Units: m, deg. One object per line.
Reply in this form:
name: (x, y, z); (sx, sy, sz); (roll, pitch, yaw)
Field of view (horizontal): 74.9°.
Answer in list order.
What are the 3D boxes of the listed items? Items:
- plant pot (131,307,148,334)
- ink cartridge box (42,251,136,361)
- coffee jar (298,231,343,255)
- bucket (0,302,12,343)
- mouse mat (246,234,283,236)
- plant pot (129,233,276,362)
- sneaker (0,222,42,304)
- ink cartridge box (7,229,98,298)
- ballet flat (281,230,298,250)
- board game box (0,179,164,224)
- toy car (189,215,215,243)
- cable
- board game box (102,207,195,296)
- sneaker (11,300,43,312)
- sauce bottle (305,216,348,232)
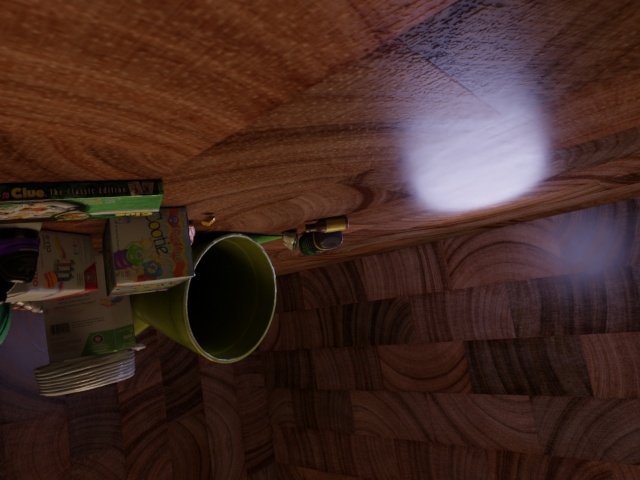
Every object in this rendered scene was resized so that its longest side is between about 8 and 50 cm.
plant pot: (-0.640, 0.187, 1.473); (0.274, 0.275, 0.293); (-14, -173, 34)
ink cartridge box: (-0.669, 0.186, 1.205); (0.201, 0.279, 0.117); (-10, 176, 4)
coffee jar: (0.000, 0.000, 1.404); (0.096, 0.079, 0.184); (-6, 172, -24)
bucket: (-0.836, 0.167, 0.889); (0.280, 0.282, 0.183); (-10, -178, 3)
mouse mat: (-0.225, -0.001, 1.399); (0.152, 0.007, 0.189); (-13, 173, 31)
plant pot: (-0.387, 0.165, 1.292); (0.352, 0.367, 0.366); (-1, 179, 33)
sneaker: (-0.615, 0.052, 0.723); (0.293, 0.146, 0.102); (-12, 173, 16)
ink cartridge box: (-0.580, 0.054, 0.860); (0.127, 0.128, 0.176); (-11, 173, 13)
ballet flat: (-0.103, -0.005, 1.403); (0.052, 0.057, 0.168); (18, 168, 0)
board game box: (-0.384, -0.058, 0.644); (0.259, 0.031, 0.136); (-6, 170, -27)
toy car: (-0.279, -0.023, 0.959); (0.121, 0.060, 0.040); (-6, -153, 28)
cable: (-0.680, 0.378, 1.223); (0.256, 0.089, 0.257); (-11, 176, 11)
board game box: (-0.380, 0.033, 0.898); (0.141, 0.145, 0.275); (-5, 171, -31)
sneaker: (-1.005, 0.165, 1.322); (0.179, 0.125, 0.321); (-7, 163, 13)
sauce bottle: (0.018, -0.044, 1.235); (0.128, 0.042, 0.042); (-7, 173, -5)
